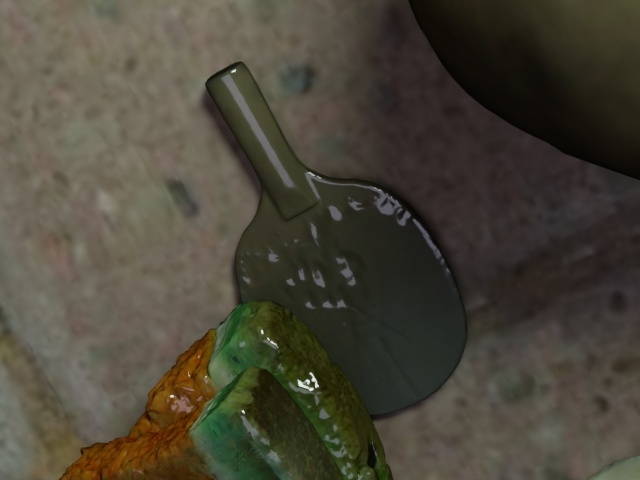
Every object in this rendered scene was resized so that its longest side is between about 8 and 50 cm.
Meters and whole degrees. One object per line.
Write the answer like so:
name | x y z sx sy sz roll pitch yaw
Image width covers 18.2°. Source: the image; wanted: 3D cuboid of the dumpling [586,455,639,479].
dumpling | 0.190 0.195 1.175 0.169 0.100 0.134 -45 63 45

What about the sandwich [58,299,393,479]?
sandwich | -0.051 0.181 1.211 0.212 0.109 0.292 8 113 11

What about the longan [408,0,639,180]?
longan | 0.184 -0.171 0.957 0.297 0.297 0.297 4 109 12

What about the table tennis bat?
table tennis bat | 0.000 0.000 1.192 0.131 0.022 0.234 -24 104 21
